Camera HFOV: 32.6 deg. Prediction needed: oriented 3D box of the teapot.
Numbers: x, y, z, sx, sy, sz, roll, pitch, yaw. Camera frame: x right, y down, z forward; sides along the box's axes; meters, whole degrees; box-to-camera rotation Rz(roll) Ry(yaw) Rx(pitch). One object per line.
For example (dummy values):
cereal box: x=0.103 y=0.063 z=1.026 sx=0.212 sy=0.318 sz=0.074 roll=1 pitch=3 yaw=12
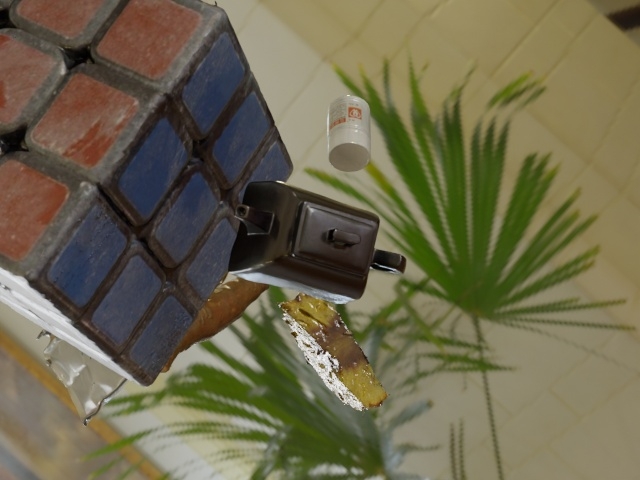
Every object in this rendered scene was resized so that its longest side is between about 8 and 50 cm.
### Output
teapot: x=0.000 y=0.000 z=0.940 sx=0.096 sy=0.177 sz=0.087 roll=-9 pitch=66 yaw=62

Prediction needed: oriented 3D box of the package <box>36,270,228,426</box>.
package: x=-0.326 y=0.128 z=1.804 sx=0.311 sy=0.165 sz=0.221 roll=-43 pitch=5 yaw=41

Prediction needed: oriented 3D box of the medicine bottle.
medicine bottle: x=0.037 y=-0.139 z=1.414 sx=0.057 sy=0.057 sz=0.089 roll=-50 pitch=30 yaw=44

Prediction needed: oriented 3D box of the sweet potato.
sweet potato: x=-0.152 y=0.100 z=1.484 sx=0.072 sy=0.066 sz=0.314 roll=-14 pitch=7 yaw=25

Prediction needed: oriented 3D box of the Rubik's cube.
Rubik's cube: x=-0.248 y=-0.080 z=1.087 sx=0.305 sy=0.303 sz=0.301 roll=-56 pitch=-23 yaw=-15

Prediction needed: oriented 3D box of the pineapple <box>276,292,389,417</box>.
pineapple: x=0.017 y=0.177 z=1.748 sx=0.079 sy=0.233 sz=0.135 roll=-33 pitch=-4 yaw=-8
